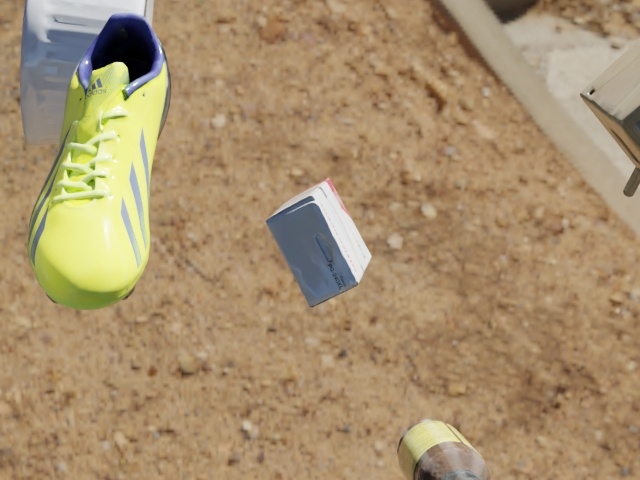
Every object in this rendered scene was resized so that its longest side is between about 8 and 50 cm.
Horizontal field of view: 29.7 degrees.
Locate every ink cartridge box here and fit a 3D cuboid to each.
[{"bbox_3d":[0.000,0.000,1.332,0.063,0.109,0.150,-26,5,12],"label":"ink cartridge box"}]

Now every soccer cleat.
[{"bbox_3d":[-0.170,-0.069,0.928,0.093,0.121,0.289,5,42,-4],"label":"soccer cleat"}]

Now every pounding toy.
[{"bbox_3d":[0.297,-0.102,1.020,0.130,0.141,0.100,-43,32,7],"label":"pounding toy"}]

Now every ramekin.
[{"bbox_3d":[-0.287,-0.249,1.513,0.135,0.277,0.277,6,40,-5],"label":"ramekin"}]

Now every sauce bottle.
[{"bbox_3d":[0.180,0.334,1.709,0.111,0.111,0.344,3,2,-3],"label":"sauce bottle"}]
